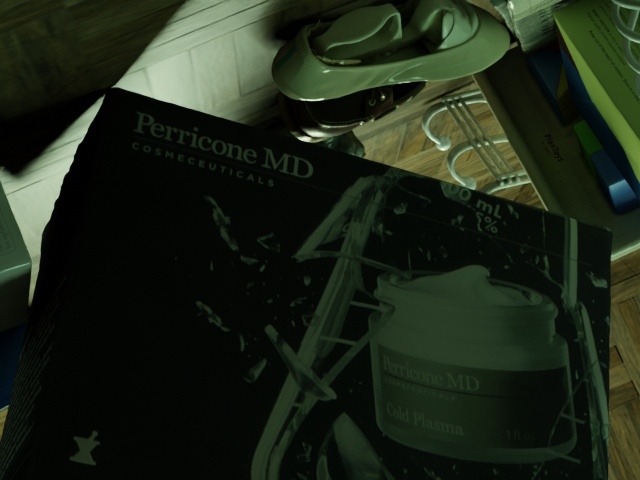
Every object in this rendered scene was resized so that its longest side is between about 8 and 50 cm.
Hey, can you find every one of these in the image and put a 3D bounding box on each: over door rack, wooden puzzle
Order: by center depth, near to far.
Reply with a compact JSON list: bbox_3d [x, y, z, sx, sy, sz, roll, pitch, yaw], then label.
[{"bbox_3d":[0.357,-0.163,1.708,0.348,0.322,0.080,-22,137,0],"label":"wooden puzzle"},{"bbox_3d":[0.298,-0.125,1.863,0.324,0.108,0.239,-23,-149,-1],"label":"over door rack"}]

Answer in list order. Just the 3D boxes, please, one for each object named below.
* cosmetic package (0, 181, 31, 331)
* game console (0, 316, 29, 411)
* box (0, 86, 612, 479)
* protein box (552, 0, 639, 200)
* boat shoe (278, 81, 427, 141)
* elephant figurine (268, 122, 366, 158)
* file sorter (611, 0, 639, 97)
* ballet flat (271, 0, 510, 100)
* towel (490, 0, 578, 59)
[{"bbox_3d":[-0.361,0.025,1.346,0.224,0.138,0.224,-20,170,-15],"label":"cosmetic package"},{"bbox_3d":[-0.417,0.241,2.004,0.173,0.250,0.293,1,-165,-6],"label":"game console"},{"bbox_3d":[-0.025,0.191,1.432,0.480,0.472,0.297,15,147,-14],"label":"box"},{"bbox_3d":[0.356,-0.150,1.552,0.201,0.200,0.136,-26,144,-1],"label":"protein box"},{"bbox_3d":[0.035,-0.145,1.555,0.073,0.073,0.207,-16,-171,32],"label":"boat shoe"},{"bbox_3d":[0.000,0.000,1.769,0.169,0.239,0.186,-25,171,5],"label":"elephant figurine"},{"bbox_3d":[0.342,-0.194,1.323,0.193,0.173,0.278,12,166,23],"label":"file sorter"},{"bbox_3d":[0.074,-0.181,1.483,0.248,0.086,0.086,-18,169,-28],"label":"ballet flat"},{"bbox_3d":[0.312,-0.287,1.586,0.324,0.056,0.312,-28,173,7],"label":"towel"}]
